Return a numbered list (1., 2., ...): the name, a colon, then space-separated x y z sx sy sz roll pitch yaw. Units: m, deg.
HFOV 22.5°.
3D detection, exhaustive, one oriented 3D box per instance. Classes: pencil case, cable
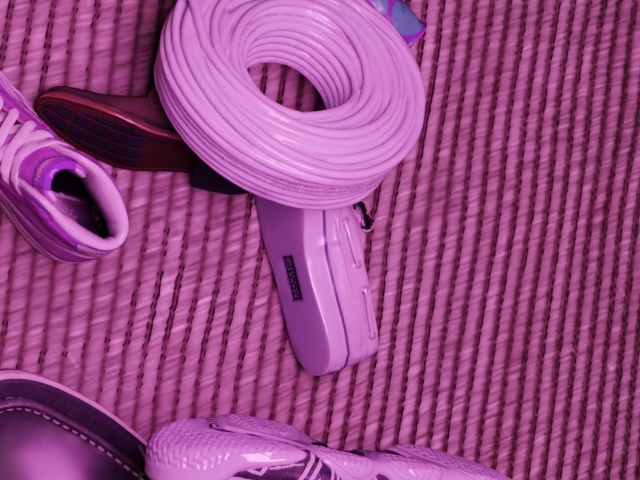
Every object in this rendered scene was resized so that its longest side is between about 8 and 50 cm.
1. pencil case: 0.037 -0.245 1.599 0.064 0.070 0.151 -40 108 9
2. cable: -0.029 -0.145 1.490 0.257 0.089 0.257 14 51 -20

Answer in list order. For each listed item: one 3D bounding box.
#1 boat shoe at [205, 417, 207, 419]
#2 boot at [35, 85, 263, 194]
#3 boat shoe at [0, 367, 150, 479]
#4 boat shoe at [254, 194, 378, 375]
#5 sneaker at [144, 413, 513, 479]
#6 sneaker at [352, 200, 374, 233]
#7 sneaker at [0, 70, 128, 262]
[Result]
1. boat shoe: -0.006 0.298 1.546 0.324 0.122 0.120 40 77 -18
2. boot: -0.155 -0.123 1.527 0.219 0.082 0.106 19 55 -12
3. boat shoe: -0.161 0.316 1.458 0.187 0.156 0.500 -41 103 -17
4. boat shoe: 0.000 0.000 1.578 0.084 0.095 0.258 -15 102 -34
5. sneaker: 0.002 0.279 1.412 0.366 0.137 0.210 13 92 -29
6. sneaker: 0.027 -0.043 1.610 0.032 0.037 0.083 -40 103 -18
7. sneaker: -0.275 -0.093 1.411 0.282 0.161 0.102 42 75 -16
